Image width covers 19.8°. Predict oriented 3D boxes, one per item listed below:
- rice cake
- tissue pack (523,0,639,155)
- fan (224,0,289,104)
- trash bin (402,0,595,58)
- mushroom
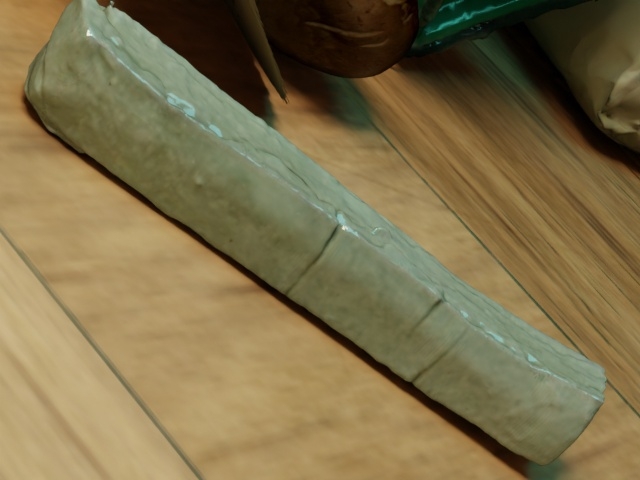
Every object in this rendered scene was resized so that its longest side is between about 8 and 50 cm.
[{"bbox_3d":[0.000,0.000,0.663,0.245,0.045,0.042,36,25,-14],"label":"rice cake"},{"bbox_3d":[0.255,-0.202,1.260,0.297,0.207,0.380,23,28,-38],"label":"tissue pack"},{"bbox_3d":[-0.106,-0.241,0.762,0.415,0.012,0.233,64,-4,0],"label":"fan"},{"bbox_3d":[0.039,-0.305,0.993,0.259,0.295,0.381,-21,73,-31],"label":"trash bin"},{"bbox_3d":[-0.016,-0.151,0.828,0.080,0.135,0.171,-21,79,-19],"label":"mushroom"}]
